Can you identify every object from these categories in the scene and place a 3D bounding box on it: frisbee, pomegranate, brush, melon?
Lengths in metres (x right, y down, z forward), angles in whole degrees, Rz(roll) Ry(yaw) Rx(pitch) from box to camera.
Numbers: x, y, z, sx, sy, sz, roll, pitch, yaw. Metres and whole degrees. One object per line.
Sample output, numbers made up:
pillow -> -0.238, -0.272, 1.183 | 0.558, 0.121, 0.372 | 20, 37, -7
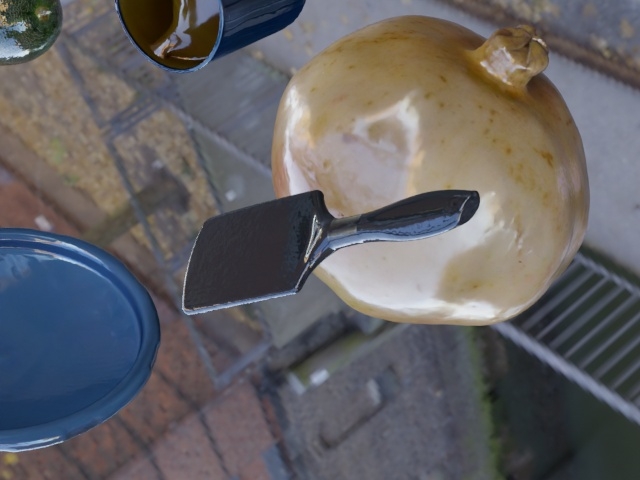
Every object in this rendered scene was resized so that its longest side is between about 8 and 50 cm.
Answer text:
frisbee -> -0.292, 0.094, 1.165 | 0.289, 0.289, 0.049 | 39, 137, 32
pomegranate -> 0.139, -0.099, 1.544 | 0.411, 0.411, 0.411 | 43, 157, 23
brush -> 0.000, 0.000, 0.648 | 0.193, 0.063, 0.016 | -13, 146, 41
melon -> -0.349, -0.248, 1.385 | 0.167, 0.114, 0.114 | 9, 134, 41

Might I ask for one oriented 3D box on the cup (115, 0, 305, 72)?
cup -> -0.102, -0.230, 1.104 | 0.150, 0.138, 0.113 | 42, 128, 12
